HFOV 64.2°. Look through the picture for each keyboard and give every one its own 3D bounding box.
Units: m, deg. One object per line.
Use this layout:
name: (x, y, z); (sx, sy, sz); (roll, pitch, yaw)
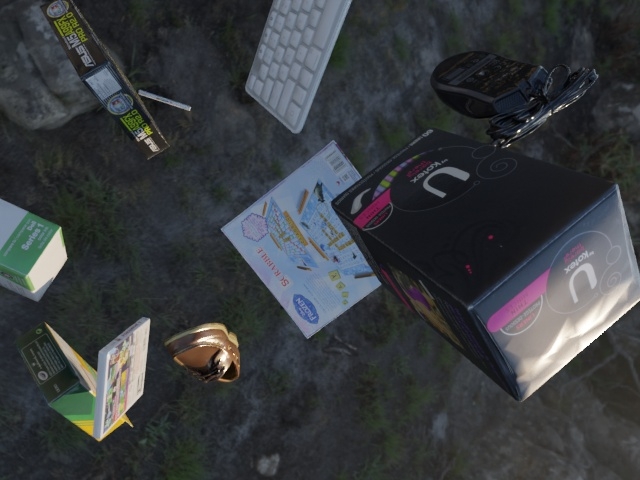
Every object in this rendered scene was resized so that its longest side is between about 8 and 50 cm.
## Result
keyboard: (0.014, -0.191, 0.289); (0.014, 0.072, 0.256); (3, 124, -37)

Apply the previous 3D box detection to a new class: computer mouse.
computer mouse: (0.284, -0.235, 0.838); (0.188, 0.272, 0.072); (-34, 129, -5)

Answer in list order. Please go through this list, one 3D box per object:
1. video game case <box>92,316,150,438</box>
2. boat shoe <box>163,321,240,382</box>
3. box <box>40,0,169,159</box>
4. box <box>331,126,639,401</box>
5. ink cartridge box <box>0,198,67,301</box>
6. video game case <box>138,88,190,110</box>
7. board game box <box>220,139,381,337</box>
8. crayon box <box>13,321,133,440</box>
video game case: (-0.432, 0.293, 1.113); (0.183, 0.023, 0.202); (-58, 160, -74)
boat shoe: (-0.138, 0.146, 0.645); (0.178, 0.064, 0.060); (66, 1, -70)
box: (-0.425, -0.319, 1.031); (0.060, 0.270, 0.216); (-33, 68, -7)
box: (0.155, 0.003, 0.541); (0.165, 0.270, 0.143); (-38, 122, -6)
ink cartridge box: (-0.653, -0.010, 0.978); (0.278, 0.201, 0.117); (28, 63, -12)
video game case: (-0.382, -0.344, 1.250); (0.121, 0.087, 0.011); (14, 102, -22)
board game box: (0.000, 0.000, 1.145); (0.319, 0.317, 0.066); (53, 7, -6)
crayon box: (-0.600, 0.363, 1.259); (0.083, 0.203, 0.323); (-37, 149, -21)
